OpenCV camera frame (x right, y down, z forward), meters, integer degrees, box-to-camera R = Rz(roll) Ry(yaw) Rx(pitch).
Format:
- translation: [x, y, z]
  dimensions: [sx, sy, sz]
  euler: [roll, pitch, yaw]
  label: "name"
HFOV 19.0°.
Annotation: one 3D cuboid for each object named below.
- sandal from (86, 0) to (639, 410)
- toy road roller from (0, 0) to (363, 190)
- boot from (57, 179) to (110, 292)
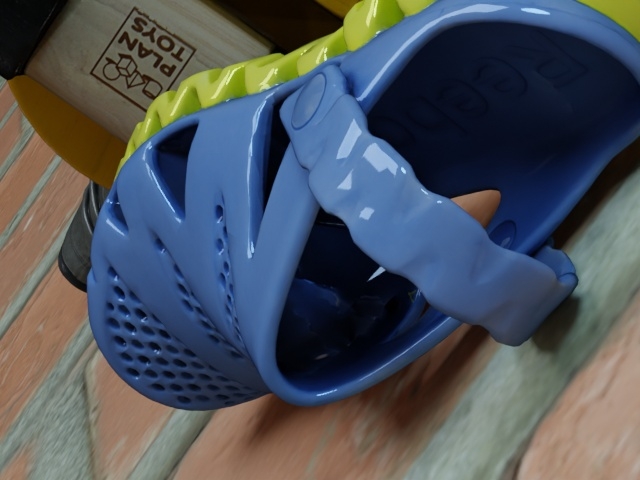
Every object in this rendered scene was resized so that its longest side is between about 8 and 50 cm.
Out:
- translation: [0.000, 0.000, 0.680]
  dimensions: [0.317, 0.126, 0.138]
  euler: [-38, 28, 51]
  label: "sandal"
- translation: [-0.030, -0.171, 0.969]
  dimensions: [0.329, 0.202, 0.240]
  euler: [-55, 5, 7]
  label: "toy road roller"
- translation: [-0.099, -0.092, 1.229]
  dimensions: [0.161, 0.083, 0.246]
  euler: [-46, 16, 50]
  label: "boot"
